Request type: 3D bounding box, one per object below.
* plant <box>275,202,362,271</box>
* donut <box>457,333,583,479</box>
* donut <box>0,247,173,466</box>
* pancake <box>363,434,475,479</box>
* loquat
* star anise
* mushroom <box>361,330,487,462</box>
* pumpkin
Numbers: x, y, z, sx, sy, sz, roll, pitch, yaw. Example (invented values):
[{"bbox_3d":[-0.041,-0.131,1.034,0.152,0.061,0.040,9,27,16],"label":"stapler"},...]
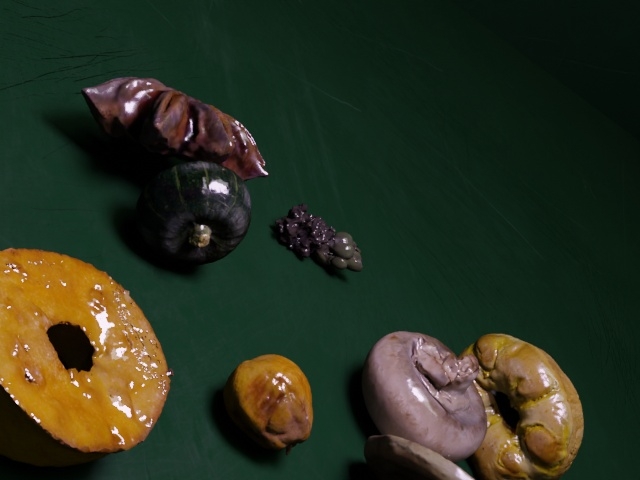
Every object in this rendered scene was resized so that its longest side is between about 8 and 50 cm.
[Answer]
[{"bbox_3d":[0.000,0.000,2.014,0.174,0.087,0.085,29,62,-24],"label":"plant"},{"bbox_3d":[0.327,0.283,1.980,0.128,0.208,0.262,13,48,-50],"label":"donut"},{"bbox_3d":[-0.303,0.140,1.341,0.277,0.108,0.278,36,29,-24],"label":"donut"},{"bbox_3d":[0.182,0.365,1.669,0.294,0.049,0.294,32,-16,10],"label":"pancake"},{"bbox_3d":[-0.066,0.219,1.599,0.137,0.113,0.137,59,4,-6],"label":"loquat"},{"bbox_3d":[-0.228,-0.174,1.778,0.315,0.108,0.315,20,7,-2],"label":"star anise"},{"bbox_3d":[0.170,0.235,1.843,0.226,0.178,0.226,40,18,-16],"label":"mushroom"},{"bbox_3d":[-0.180,-0.037,1.696,0.167,0.167,0.125,15,55,-48],"label":"pumpkin"}]
